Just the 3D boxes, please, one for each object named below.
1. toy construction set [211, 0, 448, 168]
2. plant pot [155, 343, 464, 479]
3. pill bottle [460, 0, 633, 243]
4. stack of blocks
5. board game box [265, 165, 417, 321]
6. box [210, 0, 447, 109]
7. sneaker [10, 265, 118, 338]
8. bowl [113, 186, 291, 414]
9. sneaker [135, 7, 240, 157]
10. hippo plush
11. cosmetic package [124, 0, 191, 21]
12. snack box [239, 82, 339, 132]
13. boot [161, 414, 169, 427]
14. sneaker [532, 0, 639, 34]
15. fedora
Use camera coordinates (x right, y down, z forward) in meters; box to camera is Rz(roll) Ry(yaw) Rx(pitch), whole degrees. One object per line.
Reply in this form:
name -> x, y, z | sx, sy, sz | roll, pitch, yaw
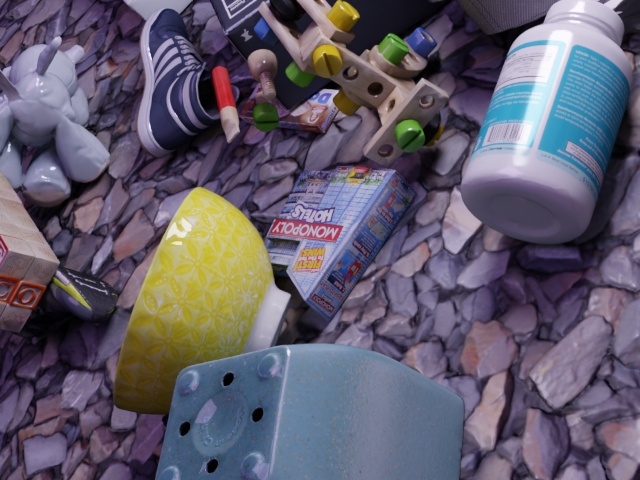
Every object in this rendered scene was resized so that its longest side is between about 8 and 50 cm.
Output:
toy construction set -> 0.018, -0.195, 1.466 | 0.309, 0.257, 0.237 | -25, 45, 12
plant pot -> -0.026, 0.234, 1.181 | 0.247, 0.252, 0.248 | -15, 51, 32
pill bottle -> 0.262, -0.139, 1.300 | 0.146, 0.146, 0.264 | 2, 61, 42
stack of blocks -> -0.518, 0.013, 1.753 | 0.171, 0.087, 0.297 | -58, 45, 14
board game box -> 0.000, 0.000, 1.487 | 0.194, 0.060, 0.194 | 7, 64, 44
box -> -0.010, -0.396, 1.700 | 0.296, 0.183, 0.294 | -33, 42, 9
sneaker -> -0.413, 0.095, 1.759 | 0.300, 0.111, 0.121 | 12, 82, 49
bowl -> -0.127, 0.094, 1.427 | 0.156, 0.289, 0.289 | 20, 67, 2
sneaker -> -0.208, -0.275, 1.851 | 0.153, 0.099, 0.282 | -23, 53, 33
hippo plush -> -0.495, -0.222, 1.947 | 0.234, 0.294, 0.236 | -18, 35, -1
cosmetic package -> -0.289, -0.575, 2.161 | 0.284, 0.097, 0.377 | -46, 41, 5
snack box -> -0.044, -0.196, 1.706 | 0.178, 0.022, 0.064 | 13, 67, 46
boot -> -0.166, 0.271, 1.432 | 0.106, 0.037, 0.114 | -14, 68, 50
sneaker -> 0.336, -0.270, 1.411 | 0.178, 0.072, 0.077 | -18, 36, 20
fedora -> 0.263, -0.354, 1.458 | 0.243, 0.124, 0.275 | -15, 29, 53
